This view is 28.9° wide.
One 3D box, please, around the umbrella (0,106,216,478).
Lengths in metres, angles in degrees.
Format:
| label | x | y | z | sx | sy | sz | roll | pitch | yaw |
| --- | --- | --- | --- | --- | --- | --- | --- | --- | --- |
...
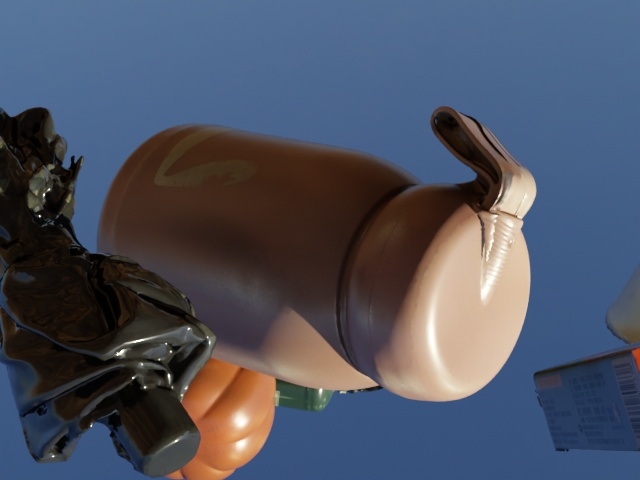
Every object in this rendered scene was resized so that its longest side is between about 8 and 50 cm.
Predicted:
| label | x | y | z | sx | sy | sz | roll | pitch | yaw |
| --- | --- | --- | --- | --- | --- | --- | --- | --- | --- |
| umbrella | -0.159 | 0.030 | 0.746 | 0.122 | 0.110 | 0.272 | -31 | -116 | -16 |

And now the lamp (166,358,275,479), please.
| label | x | y | z | sx | sy | sz | roll | pitch | yaw |
| --- | --- | --- | --- | --- | --- | --- | --- | --- | --- |
| lamp | -0.145 | 0.188 | 1.417 | 0.188 | 0.187 | 0.164 | 3 | -149 | 13 |

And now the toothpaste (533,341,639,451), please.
| label | x | y | z | sx | sy | sz | roll | pitch | yaw |
| --- | --- | --- | --- | --- | --- | --- | --- | --- | --- |
| toothpaste | 0.156 | 0.068 | 0.578 | 0.070 | 0.044 | 0.193 | -16 | 172 | -4 |

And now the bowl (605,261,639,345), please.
| label | x | y | z | sx | sy | sz | roll | pitch | yaw |
| --- | --- | --- | --- | --- | --- | --- | --- | --- | --- |
| bowl | 0.413 | 0.015 | 1.021 | 0.337 | 0.157 | 0.337 | 4 | -168 | -1 |

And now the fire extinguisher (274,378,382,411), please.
| label | x | y | z | sx | sy | sz | roll | pitch | yaw |
| --- | --- | --- | --- | --- | --- | --- | --- | --- | --- |
| fire extinguisher | -0.059 | 0.171 | 1.638 | 0.294 | 0.118 | 0.093 | 9 | -104 | 9 |

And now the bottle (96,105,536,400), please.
| label | x | y | z | sx | sy | sz | roll | pitch | yaw |
| --- | --- | --- | --- | --- | --- | --- | --- | --- | --- |
| bottle | 0.000 | 0.000 | 0.868 | 0.297 | 0.206 | 0.173 | 13 | 177 | 41 |
